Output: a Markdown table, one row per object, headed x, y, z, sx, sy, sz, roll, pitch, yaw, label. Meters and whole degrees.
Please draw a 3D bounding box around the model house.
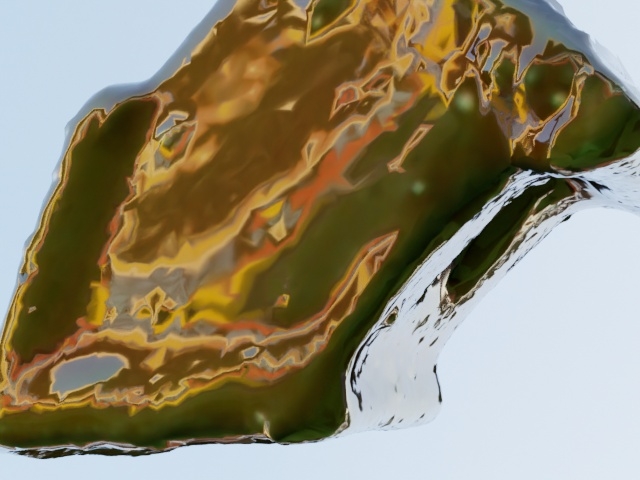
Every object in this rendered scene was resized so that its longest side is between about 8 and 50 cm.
| x | y | z | sx | sy | sz | roll | pitch | yaw | label |
| --- | --- | --- | --- | --- | --- | --- | --- | --- | --- |
| 0.007 | 0.005 | 0.500 | 0.239 | 0.268 | 0.173 | -48 | -111 | 10 | model house |
